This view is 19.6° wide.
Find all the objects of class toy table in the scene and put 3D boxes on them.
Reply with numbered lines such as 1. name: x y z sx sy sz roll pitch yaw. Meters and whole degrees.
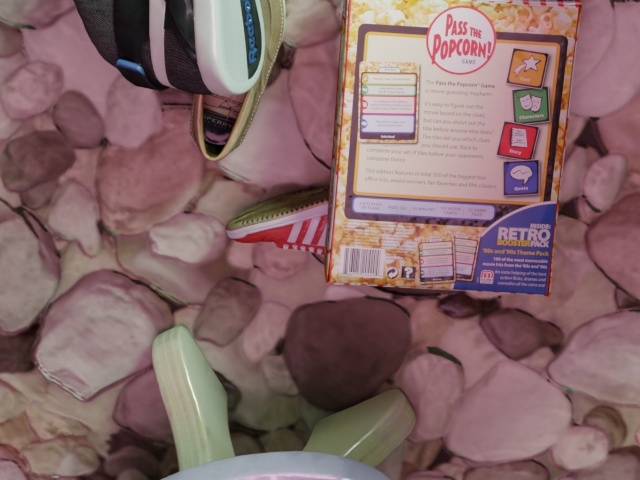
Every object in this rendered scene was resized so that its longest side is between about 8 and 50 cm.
1. toy table: -0.058 0.199 1.282 0.274 0.161 0.252 -14 114 11

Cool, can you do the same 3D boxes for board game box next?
1. board game box: 0.081 -0.065 1.176 0.147 0.045 0.193 4 108 -3

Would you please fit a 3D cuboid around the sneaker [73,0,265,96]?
1. sneaker: -0.104 -0.196 1.133 0.121 0.079 0.216 4 102 27

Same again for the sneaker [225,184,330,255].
1. sneaker: 0.000 0.000 1.242 0.118 0.042 0.067 -14 112 9

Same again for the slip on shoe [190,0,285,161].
1. slip on shoe: -0.056 -0.114 1.189 0.051 0.041 0.135 18 117 -4
